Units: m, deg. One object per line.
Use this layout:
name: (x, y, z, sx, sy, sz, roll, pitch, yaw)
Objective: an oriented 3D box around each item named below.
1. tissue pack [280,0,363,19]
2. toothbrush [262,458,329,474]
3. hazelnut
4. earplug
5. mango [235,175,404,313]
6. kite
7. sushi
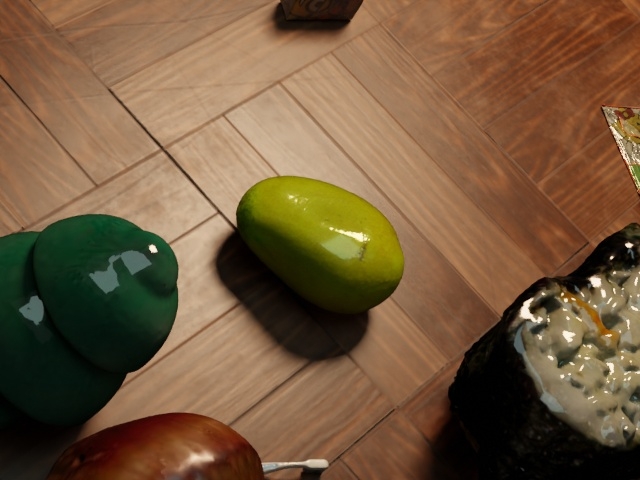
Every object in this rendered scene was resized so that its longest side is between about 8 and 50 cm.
tissue pack: (0.006, -0.265, 1.479, 0.083, 0.063, 0.035, -4, 58, -26)
toothbrush: (-0.068, 0.193, 1.172, 0.162, 0.017, 0.014, 3, 52, -24)
hazelnut: (-0.134, 0.212, 1.028, 0.178, 0.178, 0.204, 40, 51, 4)
earplug: (-0.234, 0.088, 1.072, 0.164, 0.280, 0.257, 54, 14, -10)
mango: (0.004, -0.003, 1.289, 0.163, 0.089, 0.117, 42, 51, 6)
kite: (0.421, -0.083, 1.590, 0.244, 0.006, 0.198, 34, 51, -1)
sushi: (0.272, 0.118, 1.285, 0.350, 0.171, 0.211, -23, 73, -34)
